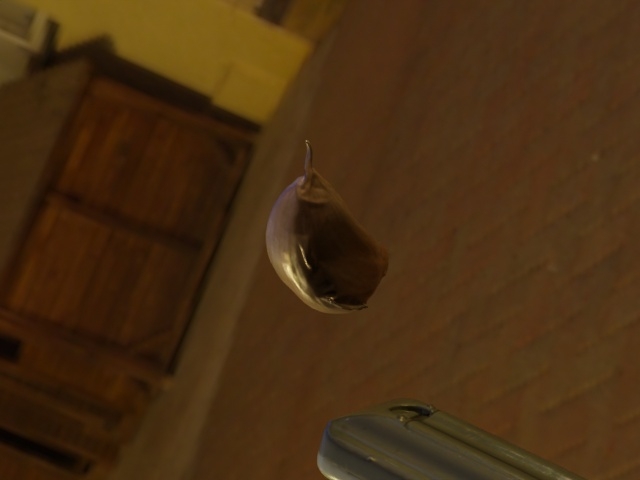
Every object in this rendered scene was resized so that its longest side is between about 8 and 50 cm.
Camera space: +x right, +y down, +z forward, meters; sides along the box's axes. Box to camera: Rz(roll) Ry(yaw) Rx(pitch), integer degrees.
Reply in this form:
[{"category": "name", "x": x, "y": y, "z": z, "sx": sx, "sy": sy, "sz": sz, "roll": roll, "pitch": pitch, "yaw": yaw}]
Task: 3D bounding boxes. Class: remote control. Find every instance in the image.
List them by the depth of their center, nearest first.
[{"category": "remote control", "x": 0.159, "y": 0.198, "z": 1.181, "sx": 0.128, "sy": 0.335, "sz": 0.065, "roll": -7, "pitch": -64, "yaw": -56}]

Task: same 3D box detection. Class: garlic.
[{"category": "garlic", "x": -0.006, "y": 0.000, "z": 1.283, "sx": 0.066, "sy": 0.152, "sz": 0.084, "roll": 8, "pitch": 57, "yaw": 48}]
